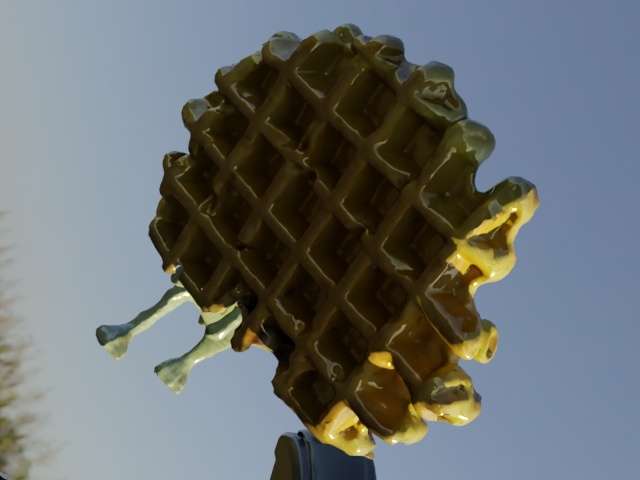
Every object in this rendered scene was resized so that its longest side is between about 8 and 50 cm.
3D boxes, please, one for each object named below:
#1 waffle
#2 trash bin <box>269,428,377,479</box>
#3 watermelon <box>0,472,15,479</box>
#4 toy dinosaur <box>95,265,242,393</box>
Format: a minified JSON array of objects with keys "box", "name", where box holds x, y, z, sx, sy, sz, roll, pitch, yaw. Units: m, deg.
[{"box":[-0.001,-0.001,0.885,0.309,0.065,0.283,-6,-93,43],"name":"waffle"},{"box":[-0.014,0.333,1.577,0.177,0.101,0.236,-107,-149,-58],"name":"trash bin"},{"box":[-0.227,0.244,1.110,0.163,0.069,0.087,38,-14,-18],"name":"watermelon"},{"box":[-0.100,0.061,1.319,0.092,0.205,0.393,50,-4,10],"name":"toy dinosaur"}]
